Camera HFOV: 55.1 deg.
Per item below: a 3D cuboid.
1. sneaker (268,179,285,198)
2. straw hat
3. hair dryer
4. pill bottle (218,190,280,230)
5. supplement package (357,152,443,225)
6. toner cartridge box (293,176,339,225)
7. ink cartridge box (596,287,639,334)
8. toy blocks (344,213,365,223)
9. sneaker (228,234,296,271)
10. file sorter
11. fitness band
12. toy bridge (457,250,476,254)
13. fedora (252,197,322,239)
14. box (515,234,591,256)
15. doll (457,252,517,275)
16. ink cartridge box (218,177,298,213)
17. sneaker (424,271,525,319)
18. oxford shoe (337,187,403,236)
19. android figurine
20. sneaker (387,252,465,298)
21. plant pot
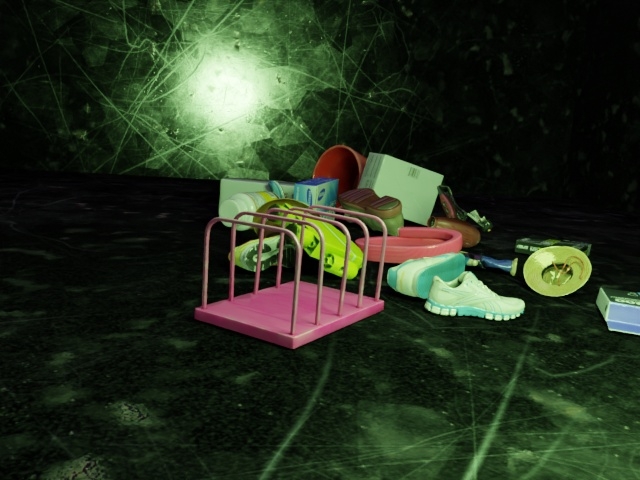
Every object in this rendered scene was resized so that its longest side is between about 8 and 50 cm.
[{"bbox_3d":[-0.153,-0.126,2.063,0.073,0.162,0.063,-14,-13,-9],"label":"sneaker"},{"bbox_3d":[0.545,0.084,1.406,0.144,0.144,0.061,11,-29,32],"label":"straw hat"},{"bbox_3d":[0.410,-0.066,1.930,0.223,0.080,0.293,41,29,15],"label":"hair dryer"},{"bbox_3d":[-0.219,-0.093,1.926,0.117,0.117,0.215,10,12,30],"label":"pill bottle"},{"bbox_3d":[0.294,-0.196,2.321,0.262,0.204,0.145,16,5,-23],"label":"supplement package"},{"bbox_3d":[-0.014,-0.114,2.004,0.075,0.165,0.348,6,11,11],"label":"toner cartridge box"},{"bbox_3d":[0.653,0.144,1.176,0.206,0.045,0.208,9,12,17],"label":"ink cartridge box"},{"bbox_3d":[0.172,-0.094,2.284,0.123,0.054,0.148,8,10,23],"label":"toy blocks"},{"bbox_3d":[-0.127,0.025,1.420,0.094,0.081,0.208,1,3,37],"label":"sneaker"},{"bbox_3d":[-0.038,0.042,1.055,0.202,0.182,0.291,11,12,32],"label":"file sorter"},{"bbox_3d":[0.229,0.010,1.606,0.291,0.054,0.209,2,13,38],"label":"fitness band"},{"bbox_3d":[0.343,0.034,1.712,0.188,0.026,0.063,8,8,18],"label":"toy bridge"},{"bbox_3d":[-0.085,-0.020,1.574,0.194,0.194,0.079,5,46,4],"label":"fedora"},{"bbox_3d":[0.719,0.023,1.892,0.184,0.045,0.191,14,13,33],"label":"box"},{"bbox_3d":[0.405,0.054,1.574,0.189,0.046,0.129,8,10,20],"label":"doll"},{"bbox_3d":[-0.180,-0.155,2.256,0.309,0.130,0.272,6,9,10],"label":"ink cartridge box"},{"bbox_3d":[0.296,0.102,1.157,0.191,0.083,0.071,5,8,-6],"label":"sneaker"},{"bbox_3d":[0.164,-0.093,2.102,0.123,0.130,0.348,-25,25,-17],"label":"oxford shoe"},{"bbox_3d":[0.000,0.000,1.419,0.273,0.056,0.248,25,16,-47],"label":"android figurine"},{"bbox_3d":[0.236,0.067,1.313,0.092,0.087,0.229,10,9,40],"label":"sneaker"},{"bbox_3d":[0.141,-0.247,2.609,0.275,0.275,0.243,14,4,43],"label":"plant pot"}]
